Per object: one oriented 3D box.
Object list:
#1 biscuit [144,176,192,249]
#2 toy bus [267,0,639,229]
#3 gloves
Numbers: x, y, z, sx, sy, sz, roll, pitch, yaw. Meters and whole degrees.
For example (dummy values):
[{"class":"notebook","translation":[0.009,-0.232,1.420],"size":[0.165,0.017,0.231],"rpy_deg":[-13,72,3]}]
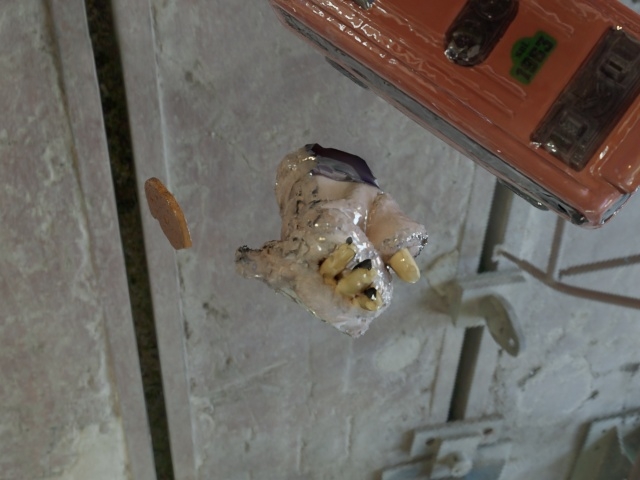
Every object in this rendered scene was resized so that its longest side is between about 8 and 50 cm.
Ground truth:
[{"class":"biscuit","translation":[-0.231,-0.040,1.161],"size":[0.019,0.130,0.102],"rpy_deg":[-26,147,-25]},{"class":"toy bus","translation":[0.164,-0.196,0.765],"size":[0.426,0.233,0.203],"rpy_deg":[35,100,6]},{"class":"gloves","translation":[0.007,0.000,0.515],"size":[0.110,0.144,0.094],"rpy_deg":[30,127,-8]}]
